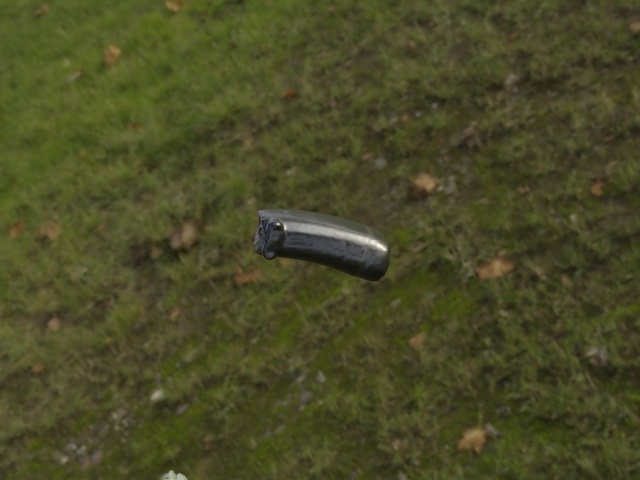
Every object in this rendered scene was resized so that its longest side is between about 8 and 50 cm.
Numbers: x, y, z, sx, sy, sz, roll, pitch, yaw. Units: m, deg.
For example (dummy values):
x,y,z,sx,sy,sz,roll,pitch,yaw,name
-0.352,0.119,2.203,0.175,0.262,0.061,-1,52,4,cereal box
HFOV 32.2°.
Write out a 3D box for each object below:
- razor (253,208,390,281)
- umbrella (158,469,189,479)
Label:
x,y,z,sx,sy,sz,roll,pitch,yaw,name
0.000,0.000,1.208,0.090,0.148,0.054,-117,41,-74,razor
-0.157,0.273,1.126,0.067,0.062,0.143,20,9,18,umbrella
